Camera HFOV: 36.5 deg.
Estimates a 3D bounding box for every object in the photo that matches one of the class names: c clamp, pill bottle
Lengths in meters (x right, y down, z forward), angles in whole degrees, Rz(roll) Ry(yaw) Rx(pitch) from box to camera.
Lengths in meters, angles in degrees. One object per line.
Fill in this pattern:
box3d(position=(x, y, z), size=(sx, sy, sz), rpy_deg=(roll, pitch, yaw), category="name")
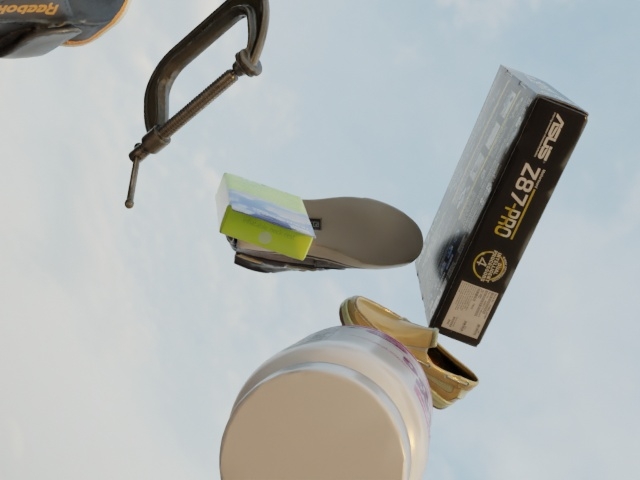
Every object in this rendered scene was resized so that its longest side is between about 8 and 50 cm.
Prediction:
box3d(position=(-0.090, -0.114, 0.724), size=(0.161, 0.022, 0.137), rpy_deg=(-38, -140, 25), category="c clamp")
box3d(position=(0.012, 0.159, 0.813), size=(0.160, 0.160, 0.283), rpy_deg=(63, 7, 4), category="pill bottle")

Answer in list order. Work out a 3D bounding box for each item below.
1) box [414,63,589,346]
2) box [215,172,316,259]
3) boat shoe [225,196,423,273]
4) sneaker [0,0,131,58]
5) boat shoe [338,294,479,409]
box3d(position=(0.273, -0.068, 1.565), size=(0.097, 0.318, 0.394), rpy_deg=(20, -74, -7), category="box")
box3d(position=(-0.069, -0.030, 1.180), size=(0.178, 0.109, 0.042), rpy_deg=(-112, -138, -71), category="box")
box3d(position=(0.000, 0.000, 1.700), size=(0.158, 0.341, 0.127), rpy_deg=(111, -12, -69), category="boat shoe")
box3d(position=(-0.196, -0.155, 0.545), size=(0.126, 0.321, 0.127), rpy_deg=(33, -39, 25), category="sneaker")
box3d(position=(0.107, 0.117, 1.114), size=(0.190, 0.068, 0.072), rpy_deg=(38, -53, -23), category="boat shoe")
